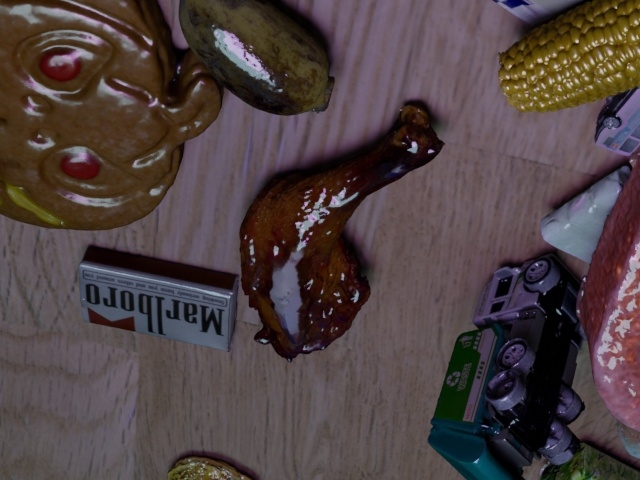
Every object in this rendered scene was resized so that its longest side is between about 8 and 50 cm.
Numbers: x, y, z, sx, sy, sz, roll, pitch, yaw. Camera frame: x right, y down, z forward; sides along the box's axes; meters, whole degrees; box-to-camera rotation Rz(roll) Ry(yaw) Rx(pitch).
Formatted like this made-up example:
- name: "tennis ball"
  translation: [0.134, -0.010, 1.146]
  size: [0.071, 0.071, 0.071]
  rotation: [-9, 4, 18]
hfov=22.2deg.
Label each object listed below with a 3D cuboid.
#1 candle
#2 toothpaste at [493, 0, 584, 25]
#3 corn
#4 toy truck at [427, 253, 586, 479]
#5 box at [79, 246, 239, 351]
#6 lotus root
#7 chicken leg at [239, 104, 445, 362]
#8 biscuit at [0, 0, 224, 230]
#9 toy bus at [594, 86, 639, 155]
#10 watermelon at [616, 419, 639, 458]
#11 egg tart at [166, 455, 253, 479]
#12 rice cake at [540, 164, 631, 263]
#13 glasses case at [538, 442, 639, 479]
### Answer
- name: "candle"
  translation: [0.383, 0.035, 1.511]
  size: [0.317, 0.131, 0.287]
  rotation: [-24, 118, 15]
- name: "toothpaste"
  translation: [0.269, -0.248, 1.327]
  size: [0.314, 0.056, 0.058]
  rotation: [-22, 101, 42]
- name: "corn"
  translation: [0.271, -0.175, 1.373]
  size: [0.260, 0.091, 0.091]
  rotation: [-18, 154, 30]
- name: "toy truck"
  translation: [0.196, 0.139, 1.649]
  size: [0.124, 0.253, 0.114]
  rotation: [-16, 131, 39]
- name: "box"
  translation: [-0.183, 0.068, 1.859]
  size: [0.177, 0.036, 0.115]
  rotation: [11, 141, 5]
- name: "lotus root"
  translation: [-0.060, -0.173, 1.496]
  size: [0.179, 0.080, 0.089]
  rotation: [35, 135, -23]
- name: "chicken leg"
  translation: [0.000, 0.000, 1.677]
  size: [0.158, 0.096, 0.407]
  rotation: [18, 139, -10]
- name: "biscuit"
  translation: [-0.266, -0.147, 1.603]
  size: [0.350, 0.070, 0.394]
  rotation: [3, 139, 15]
- name: "toy bus"
  translation: [0.293, -0.128, 1.470]
  size: [0.052, 0.037, 0.130]
  rotation: [21, 141, -10]
- name: "watermelon"
  translation: [0.380, 0.153, 1.752]
  size: [0.154, 0.094, 0.241]
  rotation: [1, 138, 32]
- name: "egg tart"
  translation: [-0.142, 0.331, 2.144]
  size: [0.130, 0.052, 0.130]
  rotation: [11, 141, 10]
- name: "rice cake"
  translation: [0.343, 0.012, 1.614]
  size: [0.237, 0.043, 0.127]
  rotation: [30, 138, -18]
- name: "glasses case"
  translation: [0.398, 0.331, 1.961]
  size: [0.272, 0.062, 0.095]
  rotation: [29, 133, -16]
